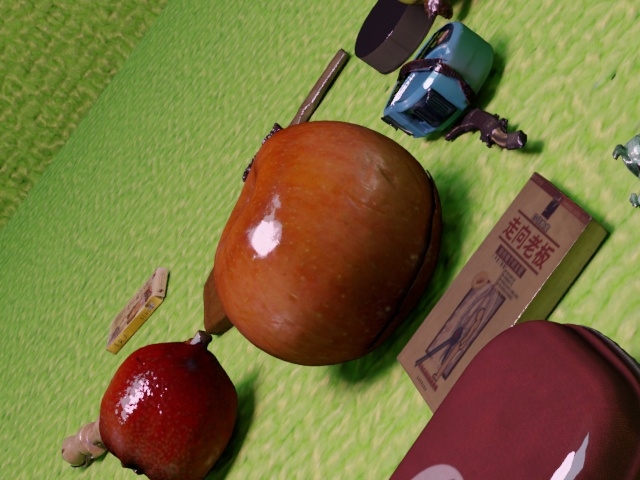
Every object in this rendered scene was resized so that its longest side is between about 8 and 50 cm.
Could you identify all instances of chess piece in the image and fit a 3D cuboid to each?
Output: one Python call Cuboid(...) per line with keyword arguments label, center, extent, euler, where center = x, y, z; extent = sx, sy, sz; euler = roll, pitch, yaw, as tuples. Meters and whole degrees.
Cuboid(label="chess piece", center=(-0.325, 0.286, 2.146), extent=(0.172, 0.060, 0.060), euler=(-38, 29, 49))

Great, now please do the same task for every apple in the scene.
Cuboid(label="apple", center=(0.000, 0.000, 1.585), extent=(0.251, 0.206, 0.272), euler=(-22, 42, 63))

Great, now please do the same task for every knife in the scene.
Cuboid(label="knife", center=(0.183, -0.118, 1.589), extent=(0.046, 0.021, 0.222), euler=(-58, 16, -2))

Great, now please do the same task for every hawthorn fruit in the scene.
Cuboid(label="hawthorn fruit", center=(-0.171, 0.197, 1.775), extent=(0.188, 0.169, 0.169), euler=(-56, 20, -5))

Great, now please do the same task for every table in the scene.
Cuboid(label="table", center=(0.101, -0.289, 1.991), extent=(0.133, 0.043, 0.133), euler=(-48, 23, 28))

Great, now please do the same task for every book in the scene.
Cuboid(label="book", center=(0.163, 0.054, 1.383), extent=(0.231, 0.026, 0.161), euler=(-55, 20, 9))

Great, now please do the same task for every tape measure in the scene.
Cuboid(label="tape measure", center=(0.137, -0.186, 1.706), extent=(0.125, 0.081, 0.146), euler=(-57, 15, -14))

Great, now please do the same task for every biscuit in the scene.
Cuboid(label="biscuit", center=(-0.093, 0.018, 2.015), extent=(0.215, 0.034, 0.182), euler=(-51, 22, 20))

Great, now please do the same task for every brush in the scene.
Cuboid(label="brush", center=(-0.039, -0.176, 2.168), extent=(0.248, 0.036, 0.043), euler=(-56, 25, 7))

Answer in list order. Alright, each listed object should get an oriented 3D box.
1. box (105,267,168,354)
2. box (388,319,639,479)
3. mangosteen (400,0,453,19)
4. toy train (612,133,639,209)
Cuboid(label="box", center=(-0.289, 0.110, 2.356), extent=(0.149, 0.020, 0.073), euler=(-47, 23, 28))
Cuboid(label="box", center=(0.110, 0.246, 1.113), extent=(0.404, 0.108, 0.263), euler=(-56, 20, 7))
Cuboid(label="mangosteen", center=(0.140, -0.378, 1.870), extent=(0.192, 0.192, 0.217), euler=(-36, 63, 46))
Cuboid(label="toy train", center=(0.296, -0.065, 1.183), extent=(0.099, 0.081, 0.149), euler=(-44, 30, 33))
